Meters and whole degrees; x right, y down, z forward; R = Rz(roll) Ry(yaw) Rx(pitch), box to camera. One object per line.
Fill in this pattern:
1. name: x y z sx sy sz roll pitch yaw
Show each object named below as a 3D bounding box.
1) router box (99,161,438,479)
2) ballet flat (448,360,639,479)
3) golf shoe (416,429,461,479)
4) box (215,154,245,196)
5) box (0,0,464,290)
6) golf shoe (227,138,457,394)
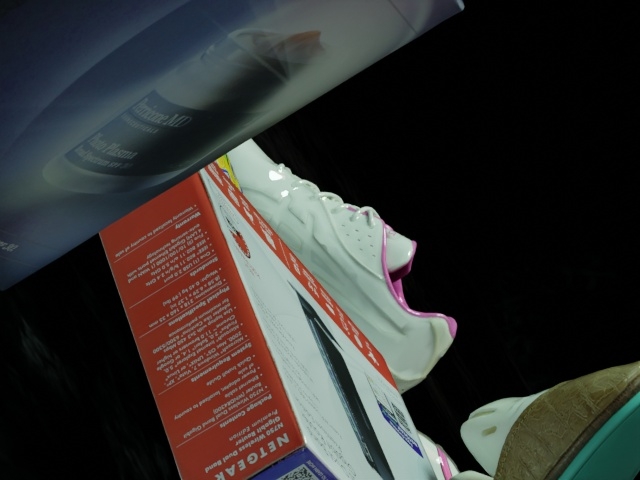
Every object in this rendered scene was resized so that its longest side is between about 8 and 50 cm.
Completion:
1. router box: -0.012 0.124 1.355 0.335 0.082 0.301 50 11 -47
2. ballet flat: 0.146 0.196 1.462 0.116 0.342 0.124 -16 46 -38
3. golf shoe: 0.099 0.237 1.670 0.186 0.067 0.086 59 9 -2
4. box: -0.092 -0.031 1.523 0.054 0.059 0.169 46 15 -49
5. box: -0.119 -0.136 0.913 0.183 0.294 0.296 61 9 14
6. golf shoe: 0.000 0.000 1.698 0.306 0.140 0.115 58 9 5
